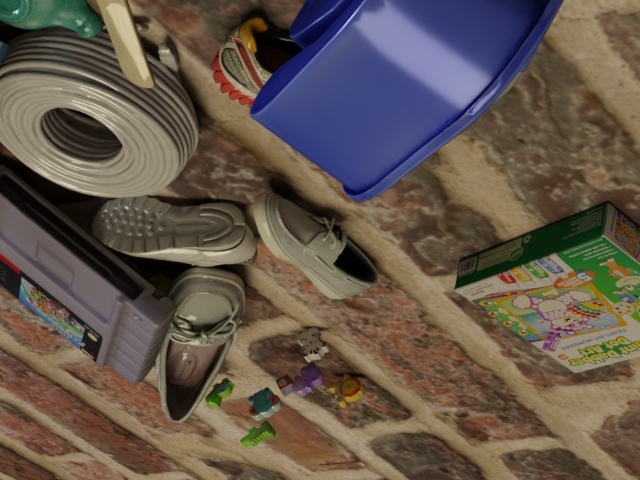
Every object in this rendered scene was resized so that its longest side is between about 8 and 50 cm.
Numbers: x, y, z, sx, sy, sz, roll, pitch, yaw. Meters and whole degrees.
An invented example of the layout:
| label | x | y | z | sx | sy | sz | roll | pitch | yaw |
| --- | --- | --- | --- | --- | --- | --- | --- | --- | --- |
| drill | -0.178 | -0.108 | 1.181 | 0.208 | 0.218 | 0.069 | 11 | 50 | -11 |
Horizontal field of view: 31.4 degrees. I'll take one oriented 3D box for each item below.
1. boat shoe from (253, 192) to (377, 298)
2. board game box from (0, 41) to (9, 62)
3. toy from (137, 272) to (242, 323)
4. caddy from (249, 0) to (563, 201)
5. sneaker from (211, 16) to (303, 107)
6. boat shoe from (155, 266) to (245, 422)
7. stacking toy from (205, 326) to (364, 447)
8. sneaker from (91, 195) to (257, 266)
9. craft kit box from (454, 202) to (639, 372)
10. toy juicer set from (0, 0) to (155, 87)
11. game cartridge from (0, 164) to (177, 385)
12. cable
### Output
| label | x | y | z | sx | sy | sz | roll | pitch | yaw |
| --- | --- | --- | --- | --- | --- | --- | --- | --- | --- |
| boat shoe | 0.000 | 0.001 | 1.490 | 0.081 | 0.079 | 0.227 | -17 | 141 | 28 |
| board game box | -0.524 | -0.174 | 1.218 | 0.302 | 0.086 | 0.308 | 27 | 146 | -17 |
| toy | -0.251 | 0.089 | 1.748 | 0.237 | 0.056 | 0.137 | 28 | 143 | -28 |
| caddy | 0.091 | -0.177 | 1.011 | 0.179 | 0.241 | 0.341 | 33 | 145 | -14 |
| sneaker | -0.003 | -0.162 | 1.216 | 0.225 | 0.088 | 0.092 | 22 | 146 | -11 |
| boat shoe | -0.184 | 0.154 | 1.693 | 0.118 | 0.103 | 0.320 | 10 | 141 | -16 |
| stacking toy | -0.055 | 0.244 | 1.806 | 0.221 | 0.052 | 0.167 | -30 | 137 | 2 |
| sneaker | -0.202 | -0.002 | 1.564 | 0.235 | 0.090 | 0.095 | 7 | 158 | 18 |
| craft kit box | 0.344 | 0.070 | 1.456 | 0.247 | 0.061 | 0.250 | 31 | 146 | -27 |
| toy juicer set | -0.301 | -0.300 | 1.147 | 0.329 | 0.089 | 0.209 | 20 | 136 | 9 |
| game cartridge | -0.371 | 0.049 | 1.619 | 0.355 | 0.068 | 0.230 | 38 | 143 | 5 |
| cable | -0.271 | -0.146 | 1.357 | 0.257 | 0.089 | 0.257 | 3 | 146 | 20 |
